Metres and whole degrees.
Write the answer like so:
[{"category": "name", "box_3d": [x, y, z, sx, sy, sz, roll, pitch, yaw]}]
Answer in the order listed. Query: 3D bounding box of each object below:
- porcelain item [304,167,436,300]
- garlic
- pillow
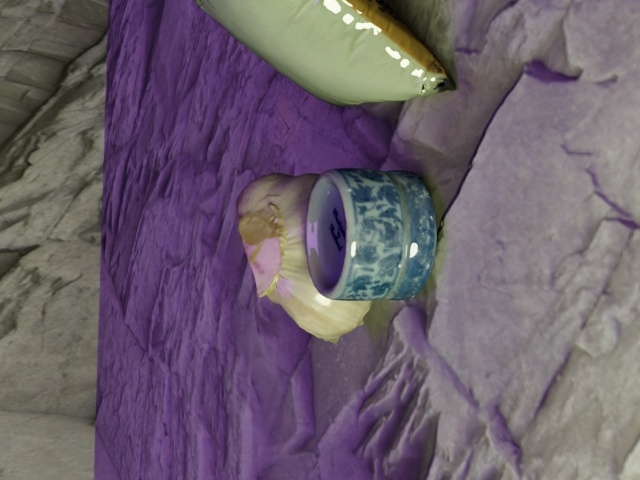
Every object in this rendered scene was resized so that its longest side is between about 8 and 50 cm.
[{"category": "porcelain item", "box_3d": [0.057, -0.007, 1.650, 0.147, 0.114, 0.147, 179, 90, -71]}, {"category": "garlic", "box_3d": [0.000, 0.000, 1.798, 0.143, 0.178, 0.229, -46, 58, 19]}, {"category": "pillow", "box_3d": [-0.023, -0.254, 1.684, 0.119, 0.310, 0.312, -52, 16, -9]}]
